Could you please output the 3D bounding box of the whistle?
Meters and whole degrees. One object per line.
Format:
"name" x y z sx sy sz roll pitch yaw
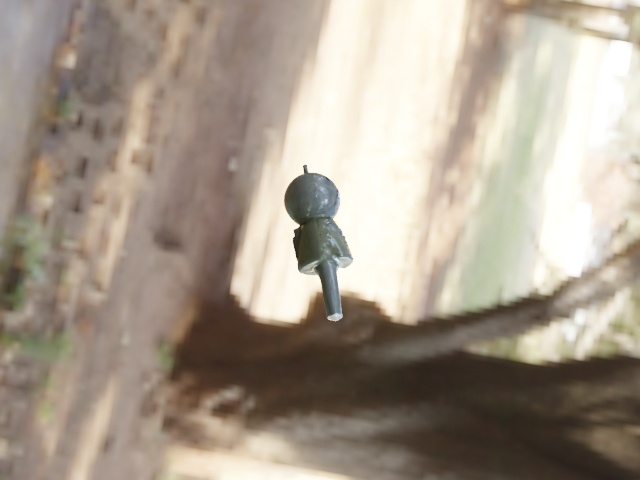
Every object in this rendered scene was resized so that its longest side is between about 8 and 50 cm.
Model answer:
"whistle" 0.000 0.000 1.148 0.035 0.035 0.100 88 -9 -70
